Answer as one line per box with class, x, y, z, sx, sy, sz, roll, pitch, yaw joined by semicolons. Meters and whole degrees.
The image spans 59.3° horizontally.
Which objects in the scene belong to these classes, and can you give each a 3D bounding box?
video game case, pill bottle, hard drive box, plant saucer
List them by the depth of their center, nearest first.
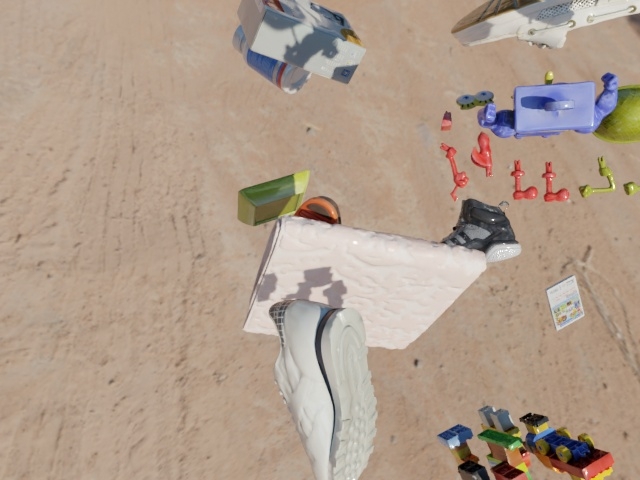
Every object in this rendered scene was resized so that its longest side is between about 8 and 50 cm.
hard drive box;-0.043;-0.442;1.188;0.232;0.089;0.181;10;40;-29
video game case;0.618;0.158;1.425;0.087;0.011;0.122;-26;109;-11
plant saucer;-0.117;-0.098;1.451;0.188;0.188;0.045;-18;73;-15
pill bottle;-0.136;-0.512;1.554;0.221;0.124;0.124;38;48;18

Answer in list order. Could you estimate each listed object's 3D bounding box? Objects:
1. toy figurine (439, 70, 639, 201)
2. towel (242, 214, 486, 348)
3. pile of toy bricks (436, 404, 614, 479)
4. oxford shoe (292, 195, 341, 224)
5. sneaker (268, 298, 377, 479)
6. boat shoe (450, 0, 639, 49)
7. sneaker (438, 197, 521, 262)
toy figurine;0.364;-0.160;0.837;0.362;0.217;0.191;1;90;11
towel;0.055;0.084;0.944;0.331;0.317;0.053;9;53;-14
pile of toy bricks;0.200;0.245;0.563;0.118;0.212;0.105;-22;86;-14
oxford shoe;0.000;0.000;0.979;0.097;0.271;0.098;30;58;12
sneaker;0.001;0.172;0.611;0.094;0.235;0.090;6;20;29
boat shoe;0.326;-0.315;0.800;0.096;0.277;0.098;58;43;-30
sneaker;0.318;-0.014;1.312;0.268;0.101;0.153;-9;85;11
